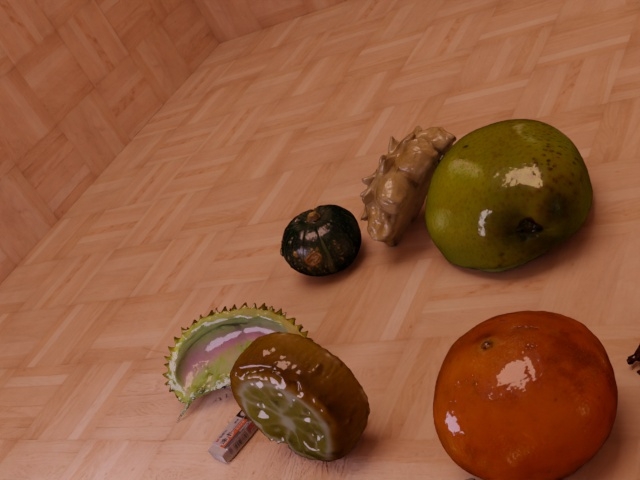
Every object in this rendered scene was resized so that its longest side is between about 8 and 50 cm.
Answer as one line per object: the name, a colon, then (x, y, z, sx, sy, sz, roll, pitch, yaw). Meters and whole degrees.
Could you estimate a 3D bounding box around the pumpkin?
pumpkin: (0.002, 0.000, 2.178, 0.190, 0.146, 0.190, -28, 36, 22)

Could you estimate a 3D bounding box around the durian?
durian: (-0.177, 0.235, 1.972, 0.356, 0.157, 0.169, -21, 46, 19)

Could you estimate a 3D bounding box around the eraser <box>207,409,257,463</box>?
eraser: (-0.162, 0.377, 1.850, 0.052, 0.029, 0.122, 5, 44, 49)

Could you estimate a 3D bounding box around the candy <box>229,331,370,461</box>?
candy: (-0.040, 0.276, 1.657, 0.260, 0.260, 0.118, -4, 33, 41)

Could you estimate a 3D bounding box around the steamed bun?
steamed bun: (0.171, -0.130, 2.092, 0.292, 0.137, 0.295, -43, -17, -56)

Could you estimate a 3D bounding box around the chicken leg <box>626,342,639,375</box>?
chicken leg: (0.570, 0.135, 1.478, 0.177, 0.083, 0.322, -22, 28, 48)

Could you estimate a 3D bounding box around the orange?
orange: (0.300, 0.234, 1.422, 0.284, 0.226, 0.284, -29, 22, 12)

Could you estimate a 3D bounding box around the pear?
pear: (0.384, -0.095, 1.867, 0.342, 0.238, 0.318, -33, 19, -4)

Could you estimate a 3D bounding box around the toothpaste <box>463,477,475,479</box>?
toothpaste: (0.152, 0.417, 1.470, 0.197, 0.034, 0.057, -20, 38, 15)
